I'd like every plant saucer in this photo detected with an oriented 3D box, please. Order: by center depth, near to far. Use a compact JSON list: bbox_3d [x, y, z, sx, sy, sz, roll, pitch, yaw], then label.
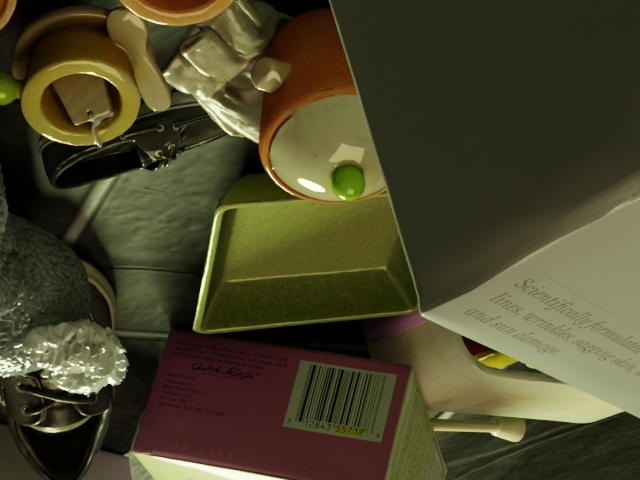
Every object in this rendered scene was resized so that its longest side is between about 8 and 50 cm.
[{"bbox_3d":[0.000,0.000,1.218,0.188,0.045,0.188,-5,149,-14],"label":"plant saucer"}]

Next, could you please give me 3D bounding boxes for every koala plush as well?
[{"bbox_3d":[-0.230,0.025,1.038,0.203,0.196,0.221,-53,139,6],"label":"koala plush"}]

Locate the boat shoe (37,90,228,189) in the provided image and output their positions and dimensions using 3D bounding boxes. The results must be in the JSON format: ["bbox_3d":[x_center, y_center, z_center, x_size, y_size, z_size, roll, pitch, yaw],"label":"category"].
[{"bbox_3d":[-0.116,-0.065,1.067,0.142,0.040,0.049,-13,151,-1],"label":"boat shoe"}]

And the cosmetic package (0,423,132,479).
[{"bbox_3d":[-0.330,0.267,1.400,0.155,0.197,0.365,-30,145,27],"label":"cosmetic package"}]

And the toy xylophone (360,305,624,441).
[{"bbox_3d":[0.172,0.113,1.434,0.323,0.081,0.236,13,154,-40],"label":"toy xylophone"}]

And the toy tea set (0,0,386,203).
[{"bbox_3d":[-0.079,-0.101,0.886,0.336,0.124,0.200,-3,138,-6],"label":"toy tea set"}]

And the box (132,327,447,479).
[{"bbox_3d":[-0.017,0.191,1.389,0.214,0.117,0.243,8,153,16],"label":"box"}]

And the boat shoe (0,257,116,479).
[{"bbox_3d":[-0.209,0.110,1.277,0.103,0.092,0.285,-6,150,-11],"label":"boat shoe"}]

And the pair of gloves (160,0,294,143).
[{"bbox_3d":[0.032,-0.134,1.007,0.204,0.042,0.240,25,128,-39],"label":"pair of gloves"}]

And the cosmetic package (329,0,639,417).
[{"bbox_3d":[0.106,-0.135,0.688,0.156,0.385,0.217,-29,146,26],"label":"cosmetic package"}]
